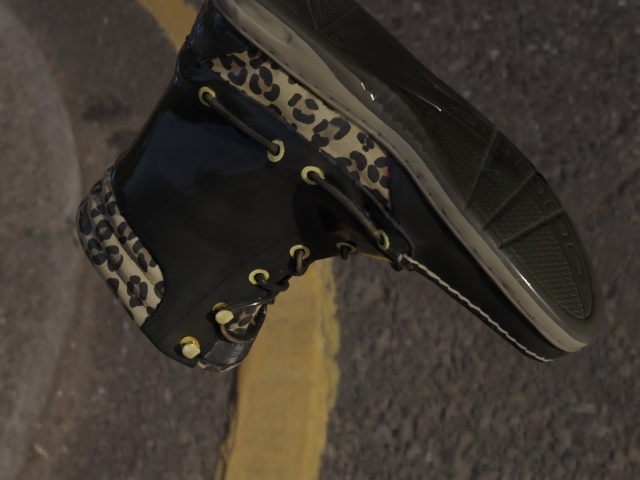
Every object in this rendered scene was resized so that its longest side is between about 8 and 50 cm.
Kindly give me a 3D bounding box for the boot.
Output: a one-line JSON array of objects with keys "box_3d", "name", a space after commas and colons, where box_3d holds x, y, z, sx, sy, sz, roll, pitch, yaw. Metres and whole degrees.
[{"box_3d": [0.000, 0.000, 1.063, 0.377, 0.284, 0.138, 44, 31, 2], "name": "boot"}]
